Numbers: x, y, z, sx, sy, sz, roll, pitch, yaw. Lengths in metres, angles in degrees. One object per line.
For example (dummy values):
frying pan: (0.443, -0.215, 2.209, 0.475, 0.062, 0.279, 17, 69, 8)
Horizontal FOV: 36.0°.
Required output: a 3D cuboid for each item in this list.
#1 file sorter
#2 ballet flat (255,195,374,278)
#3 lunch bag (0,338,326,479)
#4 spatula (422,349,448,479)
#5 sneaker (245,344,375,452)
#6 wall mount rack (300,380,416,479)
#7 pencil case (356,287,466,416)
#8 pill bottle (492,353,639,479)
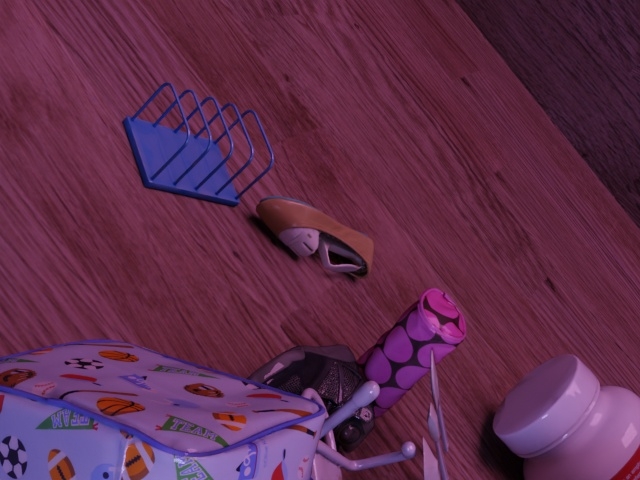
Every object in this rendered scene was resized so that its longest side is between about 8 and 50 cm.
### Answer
file sorter: (-0.168, -0.137, 1.385, 0.170, 0.104, 0.118, 11, 47, -47)
ballet flat: (0.000, 0.000, 1.488, 0.232, 0.080, 0.073, 21, 55, -38)
lunch bag: (-0.151, 0.176, 0.890, 0.303, 0.115, 0.243, 14, 9, 32)
spatula: (0.152, 0.276, 1.285, 0.242, 0.019, 0.168, 74, 15, -51)
sneaker: (-0.005, 0.202, 1.235, 0.227, 0.087, 0.130, 7, 44, -57)
wall mount rack: (0.050, 0.300, 1.038, 0.304, 0.130, 0.350, 54, 24, -62)
pencil case: (0.113, 0.149, 1.333, 0.095, 0.209, 0.098, 45, 40, 2)
pill bottle: (0.467, 0.378, 1.528, 0.408, 0.229, 0.229, 46, 30, -7)
